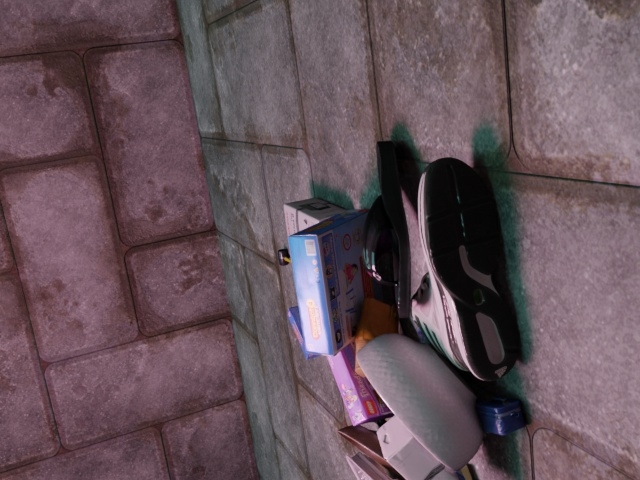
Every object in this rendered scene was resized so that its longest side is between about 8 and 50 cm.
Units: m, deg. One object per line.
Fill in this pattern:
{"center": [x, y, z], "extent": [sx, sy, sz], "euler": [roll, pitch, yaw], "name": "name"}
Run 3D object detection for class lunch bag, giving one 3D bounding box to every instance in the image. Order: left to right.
{"center": [0.371, 0.357, 1.375], "extent": [0.098, 0.067, 0.065], "euler": [154, 101, -68], "name": "lunch bag"}

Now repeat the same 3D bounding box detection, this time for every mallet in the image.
{"center": [-0.107, 0.088, 2.485], "extent": [0.190, 0.039, 0.062], "euler": [34, 133, 55], "name": "mallet"}

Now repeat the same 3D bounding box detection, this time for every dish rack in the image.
{"center": [0.211, 0.770, 1.923], "extent": [0.332, 0.072, 0.285], "euler": [63, 164, -17], "name": "dish rack"}

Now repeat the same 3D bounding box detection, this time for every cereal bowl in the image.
{"center": [0.240, 0.330, 1.478], "extent": [0.339, 0.141, 0.339], "euler": [47, -177, -4], "name": "cereal bowl"}

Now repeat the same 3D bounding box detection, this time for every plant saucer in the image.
{"center": [0.185, 0.571, 1.747], "extent": [0.311, 0.050, 0.310], "euler": [33, 165, 10], "name": "plant saucer"}

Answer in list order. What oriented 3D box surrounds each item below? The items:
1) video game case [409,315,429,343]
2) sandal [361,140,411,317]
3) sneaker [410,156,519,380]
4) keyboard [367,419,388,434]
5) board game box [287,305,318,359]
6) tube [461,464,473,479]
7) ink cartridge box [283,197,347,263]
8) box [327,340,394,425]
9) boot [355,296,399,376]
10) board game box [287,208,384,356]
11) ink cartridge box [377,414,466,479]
{"center": [0.270, 0.200, 1.610], "extent": [0.157, 0.019, 0.143], "euler": [110, 141, -53], "name": "video game case"}
{"center": [0.139, -0.023, 1.513], "extent": [0.167, 0.107, 0.445], "euler": [80, -175, -59], "name": "sandal"}
{"center": [0.243, 0.059, 1.385], "extent": [0.257, 0.169, 0.447], "euler": [1, 106, 67], "name": "sneaker"}
{"center": [0.193, 0.579, 1.916], "extent": [0.201, 0.033, 0.317], "euler": [54, 157, -3], "name": "keyboard"}
{"center": [0.028, 0.250, 1.988], "extent": [0.047, 0.210, 0.160], "euler": [103, 147, -51], "name": "board game box"}
{"center": [0.367, 0.658, 1.586], "extent": [0.240, 0.062, 0.070], "euler": [68, -162, 9], "name": "tube"}
{"center": [0.000, 0.000, 2.032], "extent": [0.289, 0.122, 0.211], "euler": [-152, 53, -64], "name": "ink cartridge box"}
{"center": [0.118, 0.347, 1.830], "extent": [0.057, 0.201, 0.293], "euler": [-39, 62, 34], "name": "box"}
{"center": [0.190, 0.289, 1.745], "extent": [0.104, 0.295, 0.211], "euler": [-11, 52, 35], "name": "boot"}
{"center": [0.051, 0.098, 1.726], "extent": [0.086, 0.302, 0.308], "euler": [-1, 103, 31], "name": "board game box"}
{"center": [0.222, 0.477, 1.439], "extent": [0.190, 0.082, 0.139], "euler": [46, -175, -10], "name": "ink cartridge box"}
